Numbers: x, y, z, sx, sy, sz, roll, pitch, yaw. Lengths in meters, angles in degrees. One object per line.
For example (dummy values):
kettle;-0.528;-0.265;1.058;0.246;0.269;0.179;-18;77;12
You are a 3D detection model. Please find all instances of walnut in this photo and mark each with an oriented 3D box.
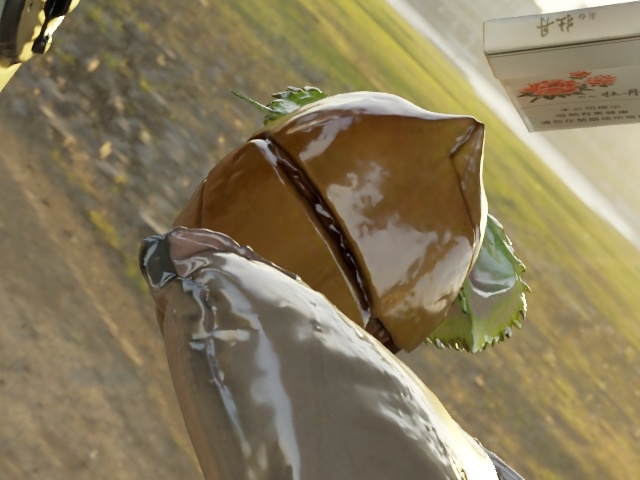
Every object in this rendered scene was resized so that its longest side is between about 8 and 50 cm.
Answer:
walnut;0.000;0.000;0.948;0.203;0.298;0.203;38;25;-21

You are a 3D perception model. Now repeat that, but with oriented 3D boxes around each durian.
durian;0.076;-0.030;1.267;0.355;0.157;0.169;47;-6;23

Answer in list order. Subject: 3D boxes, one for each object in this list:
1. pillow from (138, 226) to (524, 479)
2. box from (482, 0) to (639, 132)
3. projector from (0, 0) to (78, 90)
pillow;0.034;0.120;0.318;0.173;0.067;0.270;40;19;-35
box;0.187;-0.118;0.931;0.198;0.109;0.029;32;56;-69
projector;-0.185;-0.232;0.900;0.079;0.257;0.259;27;53;-5
